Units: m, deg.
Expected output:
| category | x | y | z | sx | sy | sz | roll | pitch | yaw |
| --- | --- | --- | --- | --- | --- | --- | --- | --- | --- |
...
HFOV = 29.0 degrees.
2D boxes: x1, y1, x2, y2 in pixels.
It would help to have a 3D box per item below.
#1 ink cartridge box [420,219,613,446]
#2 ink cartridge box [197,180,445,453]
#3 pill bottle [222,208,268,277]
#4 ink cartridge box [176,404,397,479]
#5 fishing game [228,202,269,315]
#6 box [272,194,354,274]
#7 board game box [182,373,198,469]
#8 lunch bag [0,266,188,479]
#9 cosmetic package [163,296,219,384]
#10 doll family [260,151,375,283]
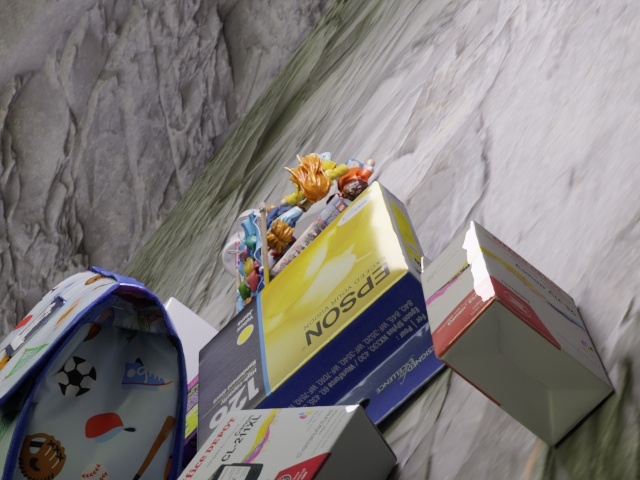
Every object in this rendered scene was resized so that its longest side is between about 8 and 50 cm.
| category | x | y | z | sx | sy | sz | roll | pitch | yaw |
| --- | --- | --- | --- | --- | --- | --- | --- | --- | --- |
| ink cartridge box | 0.143 | 0.058 | 0.949 | 0.067 | 0.115 | 0.198 | -48 | 14 | 16 |
| ink cartridge box | -0.009 | 0.113 | 1.290 | 0.303 | 0.072 | 0.307 | -43 | 20 | 13 |
| pill bottle | -0.118 | 0.003 | 2.069 | 0.078 | 0.078 | 0.137 | -46 | 14 | 22 |
| ink cartridge box | -0.040 | 0.216 | 1.097 | 0.175 | 0.072 | 0.127 | -10 | 32 | 43 |
| fishing game | -0.109 | 0.052 | 1.784 | 0.264 | 0.041 | 0.189 | 145 | 124 | -75 |
| box | 0.000 | 0.000 | 1.701 | 0.137 | 0.027 | 0.094 | -49 | -16 | 8 |
| board game box | -0.062 | 0.130 | 1.553 | 0.347 | 0.056 | 0.208 | -47 | 17 | -2 |
| lunch bag | -0.280 | 0.224 | 1.413 | 0.328 | 0.239 | 0.385 | -173 | 96 | -72 |
| cosmetic package | -0.259 | 0.239 | 1.778 | 0.225 | 0.138 | 0.224 | -38 | 18 | 41 |
| doll family | -0.036 | -0.044 | 1.830 | 0.263 | 0.118 | 0.163 | -48 | 13 | 12 |
